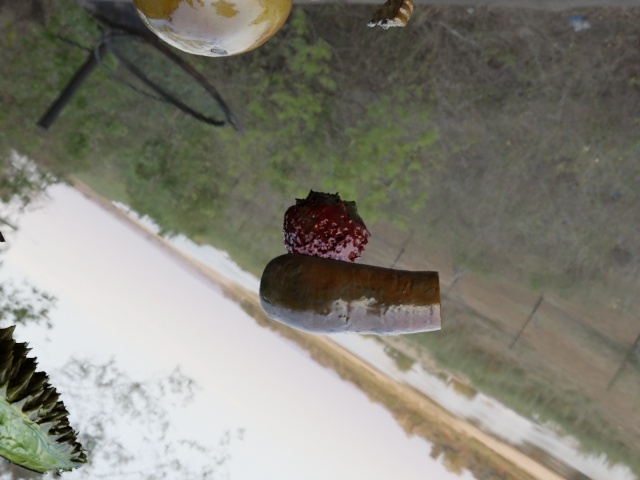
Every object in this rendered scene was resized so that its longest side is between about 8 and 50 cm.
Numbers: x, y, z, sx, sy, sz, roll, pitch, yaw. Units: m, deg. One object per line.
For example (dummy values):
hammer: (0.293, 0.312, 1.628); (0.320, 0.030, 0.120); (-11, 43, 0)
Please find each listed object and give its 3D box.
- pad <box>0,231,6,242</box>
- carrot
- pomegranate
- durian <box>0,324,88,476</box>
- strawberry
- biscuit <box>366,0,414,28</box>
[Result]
pad: (-0.877, -0.020, 1.843); (0.188, 0.006, 0.113); (-9, -135, -39)
carrot: (0.049, 0.093, 1.256); (0.302, 0.138, 0.139); (1, 164, 12)
pomegranate: (-0.268, -0.650, 1.856); (0.417, 0.416, 0.416); (34, 173, 5)
durian: (-0.513, 0.228, 1.115); (0.394, 0.198, 0.163); (37, -174, -10)
strawberry: (0.000, 0.000, 1.504); (0.184, 0.201, 0.187); (14, -164, -41)
biscuit: (0.197, -0.592, 1.981); (0.061, 0.118, 0.183); (38, -176, -19)
